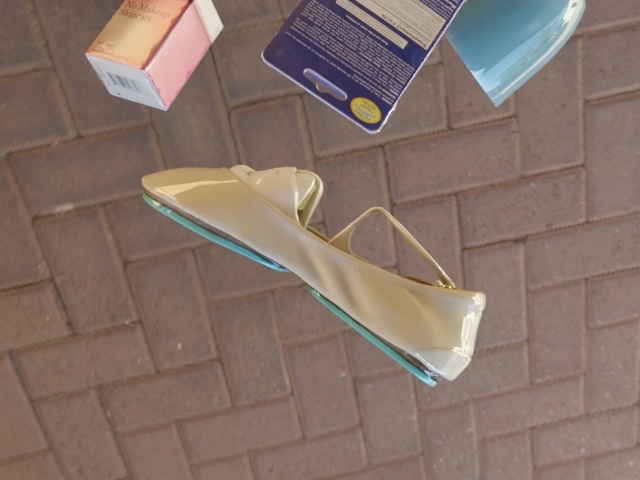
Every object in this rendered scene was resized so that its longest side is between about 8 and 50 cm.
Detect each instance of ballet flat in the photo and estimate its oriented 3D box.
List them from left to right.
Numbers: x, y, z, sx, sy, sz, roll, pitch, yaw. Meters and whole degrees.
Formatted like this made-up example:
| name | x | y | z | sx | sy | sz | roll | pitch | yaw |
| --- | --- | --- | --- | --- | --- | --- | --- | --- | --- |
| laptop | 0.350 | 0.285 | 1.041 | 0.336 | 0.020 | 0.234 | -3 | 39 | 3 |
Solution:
| name | x | y | z | sx | sy | sz | roll | pitch | yaw |
| --- | --- | --- | --- | --- | --- | --- | --- | --- | --- |
| ballet flat | 0.000 | 0.000 | 0.551 | 0.248 | 0.086 | 0.086 | 32 | 105 | 5 |

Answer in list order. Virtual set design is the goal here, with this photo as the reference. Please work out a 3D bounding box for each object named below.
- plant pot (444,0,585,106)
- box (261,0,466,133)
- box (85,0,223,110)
| name | x | y | z | sx | sy | sz | roll | pitch | yaw |
| --- | --- | --- | --- | --- | --- | --- | --- | --- | --- |
| plant pot | 0.340 | -0.436 | 1.532 | 0.235 | 0.293 | 0.293 | -36 | 116 | 16 |
| box | 0.046 | -0.211 | 0.830 | 0.136 | 0.036 | 0.225 | 34 | 61 | -2 |
| box | -0.323 | -0.394 | 1.630 | 0.232 | 0.149 | 0.127 | -62 | 155 | -21 |
